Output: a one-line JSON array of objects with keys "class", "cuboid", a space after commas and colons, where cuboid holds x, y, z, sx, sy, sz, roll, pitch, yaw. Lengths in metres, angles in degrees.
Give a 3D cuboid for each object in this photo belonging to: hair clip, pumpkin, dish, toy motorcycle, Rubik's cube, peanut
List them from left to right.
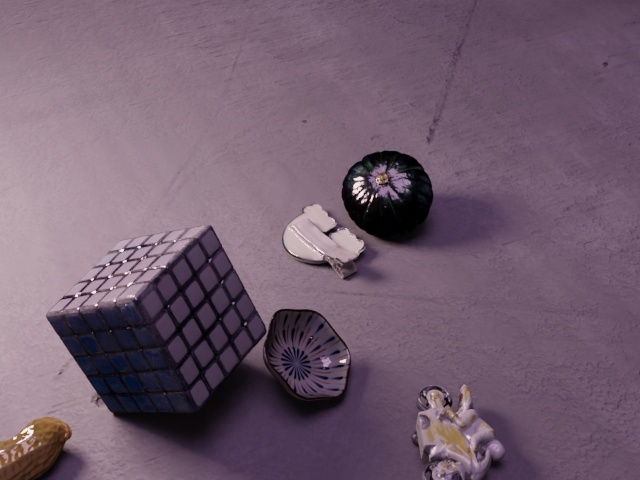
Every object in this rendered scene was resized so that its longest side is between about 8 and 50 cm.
[{"class": "peanut", "cuboid": [-0.495, 0.358, 1.673, 0.093, 0.083, 0.194, -10, 19, 48]}, {"class": "Rubik's cube", "cuboid": [-0.277, 0.137, 1.752, 0.237, 0.237, 0.238, -7, 30, 37]}, {"class": "dish", "cuboid": [-0.037, 0.214, 1.821, 0.190, 0.066, 0.191, 22, 48, -27]}, {"class": "hair clip", "cuboid": [0.000, 0.000, 2.111, 0.140, 0.054, 0.220, -30, 46, -24]}, {"class": "pumpkin", "cuboid": [0.140, -0.097, 2.145, 0.194, 0.150, 0.194, -8, 41, 7]}, {"class": "toy motorcycle", "cuboid": [0.232, 0.332, 1.709, 0.151, 0.074, 0.229, 3, 39, -1]}]
